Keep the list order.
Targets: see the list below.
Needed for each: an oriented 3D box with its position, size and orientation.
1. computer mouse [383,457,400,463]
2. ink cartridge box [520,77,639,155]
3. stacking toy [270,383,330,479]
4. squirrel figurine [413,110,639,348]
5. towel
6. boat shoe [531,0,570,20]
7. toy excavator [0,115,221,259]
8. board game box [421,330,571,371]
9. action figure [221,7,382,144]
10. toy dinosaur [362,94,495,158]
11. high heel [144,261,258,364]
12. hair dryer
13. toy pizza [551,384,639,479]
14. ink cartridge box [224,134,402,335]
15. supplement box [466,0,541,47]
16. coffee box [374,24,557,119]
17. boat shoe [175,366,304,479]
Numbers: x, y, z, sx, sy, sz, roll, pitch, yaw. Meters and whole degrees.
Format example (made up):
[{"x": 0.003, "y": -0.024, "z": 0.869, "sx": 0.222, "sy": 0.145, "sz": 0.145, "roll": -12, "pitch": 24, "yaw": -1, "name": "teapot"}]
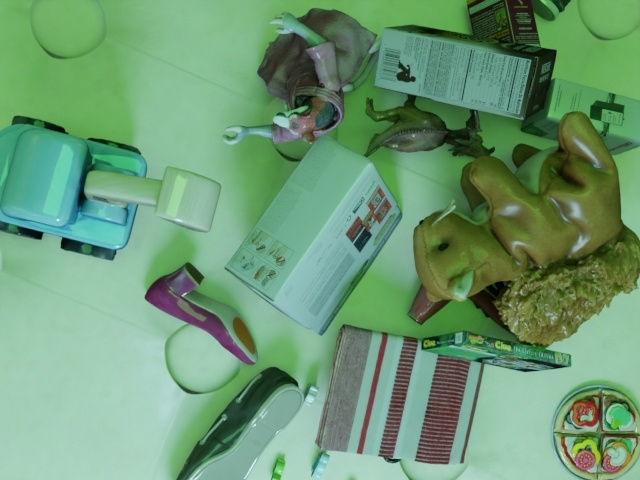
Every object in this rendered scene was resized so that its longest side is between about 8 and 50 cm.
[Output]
[{"x": 0.176, "y": 0.326, "z": 1.810, "sx": 0.071, "sy": 0.041, "sz": 0.242, "roll": 16, "pitch": 86, "yaw": -7, "name": "computer mouse"}, {"x": 0.530, "y": -0.244, "z": 1.825, "sx": 0.208, "sy": 0.153, "sz": 0.087, "roll": 14, "pitch": 84, "yaw": -7, "name": "ink cartridge box"}, {"x": 0.016, "y": 0.406, "z": 1.782, "sx": 0.166, "sy": 0.052, "sz": 0.221, "roll": 24, "pitch": 85, "yaw": -5, "name": "stacking toy"}, {"x": 0.372, "y": 0.025, "z": 1.675, "sx": 0.370, "sy": 0.281, "sz": 0.397, "roll": -35, "pitch": 96, "yaw": -13, "name": "squirrel figurine"}, {"x": 0.159, "y": 0.304, "z": 1.763, "sx": 0.328, "sy": 0.037, "sz": 0.237, "roll": 13, "pitch": 89, "yaw": -24, "name": "towel"}, {"x": 0.409, "y": -0.560, "z": 1.855, "sx": 0.254, "sy": 0.095, "sz": 0.079, "roll": 41, "pitch": 85, "yaw": -5, "name": "boat shoe"}, {"x": -0.392, "y": -0.085, "z": 1.561, "sx": 0.432, "sy": 0.445, "sz": 0.223, "roll": 15, "pitch": 86, "yaw": -5, "name": "toy excavator"}, {"x": 0.337, "y": 0.215, "z": 1.747, "sx": 0.259, "sy": 0.136, "sz": 0.030, "roll": 15, "pitch": 74, "yaw": -27, "name": "board game box"}, {"x": -0.013, "y": -0.269, "z": 1.681, "sx": 0.275, "sy": 0.370, "sz": 0.248, "roll": 21, "pitch": 124, "yaw": -20, "name": "action figure"}, {"x": 0.205, "y": -0.210, "z": 1.754, "sx": 0.200, "sy": 0.295, "sz": 0.127, "roll": 20, "pitch": 114, "yaw": 32, "name": "toy dinosaur"}, {"x": -0.229, "y": 0.163, "z": 1.766, "sx": 0.117, "sy": 0.082, "sz": 0.244, "roll": -35, "pitch": 106, "yaw": 21, "name": "high heel"}, {"x": 0.312, "y": 0.104, "z": 1.817, "sx": 0.293, "sy": 0.080, "sz": 0.224, "roll": -12, "pitch": 88, "yaw": -7, "name": "hair dryer"}, {"x": 0.569, "y": 0.396, "z": 1.857, "sx": 0.201, "sy": 0.032, "sz": 0.201, "roll": 0, "pitch": 87, "yaw": -7, "name": "toy pizza"}, {"x": 0.000, "y": 0.000, "z": 1.738, "sx": 0.130, "sy": 0.272, "sz": 0.309, "roll": 32, "pitch": 83, "yaw": 27, "name": "ink cartridge box"}, {"x": 0.372, "y": -0.409, "z": 1.828, "sx": 0.080, "sy": 0.104, "sz": 0.188, "roll": -11, "pitch": 89, "yaw": -35, "name": "supplement box"}, {"x": 0.274, "y": -0.324, "z": 1.721, "sx": 0.297, "sy": 0.168, "sz": 0.119, "roll": 16, "pitch": 111, "yaw": 21, "name": "coffee box"}, {"x": -0.168, "y": 0.384, "z": 1.753, "sx": 0.335, "sy": 0.095, "sz": 0.112, "roll": -46, "pitch": 129, "yaw": -3, "name": "boat shoe"}]
